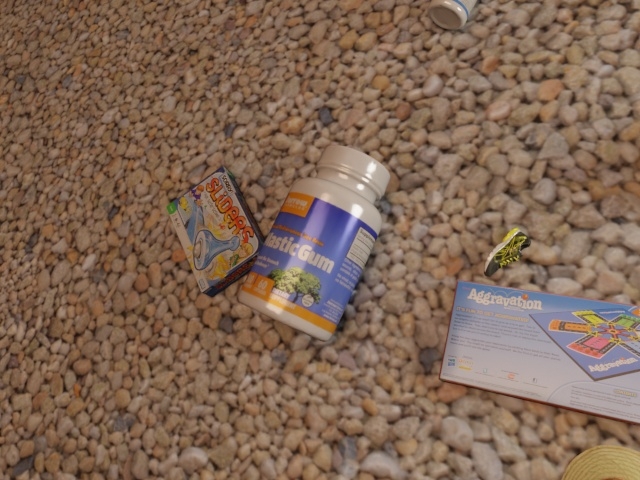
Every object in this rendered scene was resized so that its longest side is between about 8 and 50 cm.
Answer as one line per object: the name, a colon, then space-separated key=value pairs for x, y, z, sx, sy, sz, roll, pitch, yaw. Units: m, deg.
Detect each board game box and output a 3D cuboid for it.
board game box: x=-0.183 y=-0.019 z=0.995 sx=0.136 sy=0.035 sz=0.201 roll=-35 pitch=61 yaw=8
board game box: x=0.307 y=0.142 z=0.725 sx=0.282 sy=0.027 sz=0.144 roll=8 pitch=75 yaw=26

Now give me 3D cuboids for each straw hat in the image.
straw hat: x=0.337 y=0.306 z=0.629 sx=0.145 sy=0.061 sz=0.144 roll=-8 pitch=67 yaw=20

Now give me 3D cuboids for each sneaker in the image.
sneaker: x=0.264 y=0.020 z=0.788 sx=0.035 sy=0.031 sz=0.083 roll=37 pitch=88 yaw=30

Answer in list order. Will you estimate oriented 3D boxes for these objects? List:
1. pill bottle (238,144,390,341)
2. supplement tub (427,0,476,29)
pill bottle: x=0.000 y=0.000 z=0.841 sx=0.153 sy=0.152 sz=0.271 roll=20 pitch=80 yaw=28
supplement tub: x=0.235 y=-0.422 z=0.949 sx=0.071 sy=0.071 sz=0.107 roll=22 pitch=80 yaw=29
